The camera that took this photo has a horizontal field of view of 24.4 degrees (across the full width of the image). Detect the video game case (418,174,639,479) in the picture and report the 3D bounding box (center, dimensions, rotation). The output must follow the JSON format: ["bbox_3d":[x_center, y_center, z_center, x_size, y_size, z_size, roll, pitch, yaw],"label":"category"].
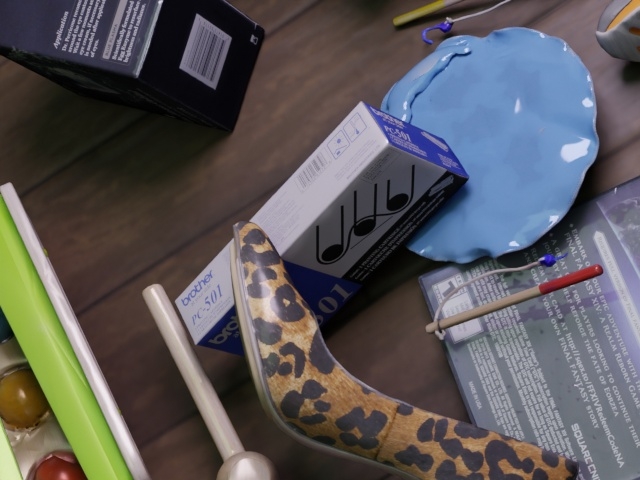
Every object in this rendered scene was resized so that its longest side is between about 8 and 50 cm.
[{"bbox_3d":[0.222,0.058,1.009,0.274,0.026,0.196,-25,69,15],"label":"video game case"}]

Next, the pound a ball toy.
[{"bbox_3d":[-0.186,0.113,1.133,0.208,0.136,0.319,-25,67,-11],"label":"pound a ball toy"}]

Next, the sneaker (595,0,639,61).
[{"bbox_3d":[0.276,-0.206,1.023,0.215,0.084,0.083,-38,53,7],"label":"sneaker"}]

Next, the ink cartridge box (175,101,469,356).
[{"bbox_3d":[0.000,0.000,1.051,0.207,0.097,0.046,-46,52,21],"label":"ink cartridge box"}]

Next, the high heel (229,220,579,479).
[{"bbox_3d":[0.051,0.089,0.988,0.186,0.093,0.261,-19,86,-4],"label":"high heel"}]

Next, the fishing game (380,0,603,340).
[{"bbox_3d":[0.117,-0.066,1.069,0.189,0.041,0.264,-22,61,27],"label":"fishing game"}]

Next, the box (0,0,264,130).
[{"bbox_3d":[-0.153,-0.160,1.148,0.158,0.156,0.093,16,86,26],"label":"box"}]
